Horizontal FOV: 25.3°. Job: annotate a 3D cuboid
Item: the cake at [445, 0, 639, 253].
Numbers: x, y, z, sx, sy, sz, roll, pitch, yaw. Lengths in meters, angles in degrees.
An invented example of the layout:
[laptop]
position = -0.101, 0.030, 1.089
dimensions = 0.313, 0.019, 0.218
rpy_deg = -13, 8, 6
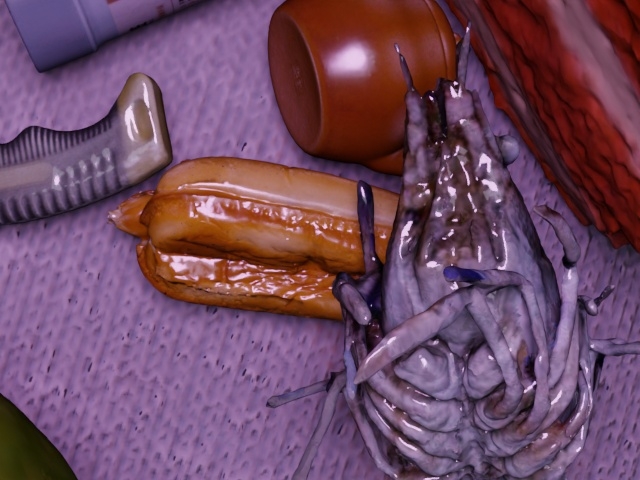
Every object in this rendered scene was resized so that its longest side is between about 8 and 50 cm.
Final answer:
[cake]
position = 0.224, -0.164, 0.743
dimensions = 0.269, 0.319, 0.270
rpy_deg = -31, 97, -8

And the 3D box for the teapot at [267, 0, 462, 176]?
[teapot]
position = 0.033, -0.108, 0.827
dimensions = 0.116, 0.116, 0.173
rpy_deg = -15, 92, -6

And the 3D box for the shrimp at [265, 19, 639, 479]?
[shrimp]
position = 0.081, 0.095, 0.759
dimensions = 0.221, 0.166, 0.410
rpy_deg = -4, 130, 12

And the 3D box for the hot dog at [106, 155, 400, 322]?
[hot dog]
position = 0.000, 0.000, 0.832
dimensions = 0.249, 0.102, 0.076
rpy_deg = 10, 46, -8

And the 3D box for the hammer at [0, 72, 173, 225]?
[hammer]
position = -0.196, -0.034, 0.820
dimensions = 0.226, 0.041, 0.159
rpy_deg = -14, 91, 2

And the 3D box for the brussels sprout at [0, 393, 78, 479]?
[brussels sprout]
position = -0.243, 0.237, 0.701
dimensions = 0.314, 0.276, 0.371
rpy_deg = 7, 81, -1

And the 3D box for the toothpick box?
[toothpick box]
position = -0.111, -0.171, 0.815
dimensions = 0.153, 0.101, 0.101
rpy_deg = -24, 91, -6
